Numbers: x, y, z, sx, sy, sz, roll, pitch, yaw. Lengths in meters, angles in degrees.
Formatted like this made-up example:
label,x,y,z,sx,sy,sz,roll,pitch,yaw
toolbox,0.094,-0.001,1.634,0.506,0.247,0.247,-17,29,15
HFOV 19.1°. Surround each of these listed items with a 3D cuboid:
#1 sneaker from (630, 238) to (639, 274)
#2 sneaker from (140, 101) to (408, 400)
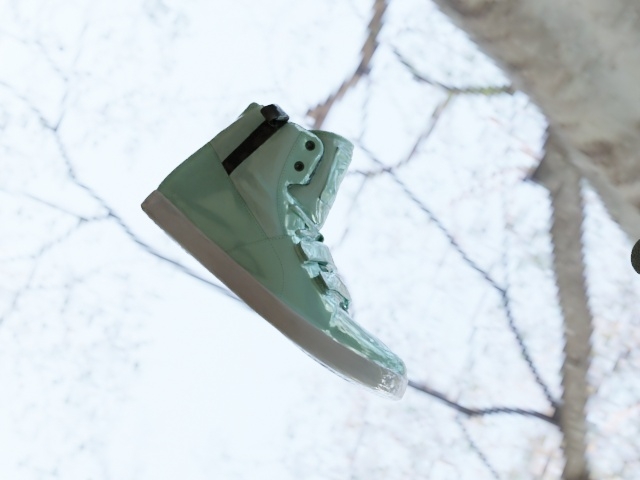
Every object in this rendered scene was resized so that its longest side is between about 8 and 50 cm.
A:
label,x,y,z,sx,sy,sz,roll,pitch,yaw
sneaker,0.350,0.002,1.672,0.152,0.061,0.053,-11,-101,16
sneaker,0.000,0.000,1.464,0.256,0.094,0.151,41,-94,13
